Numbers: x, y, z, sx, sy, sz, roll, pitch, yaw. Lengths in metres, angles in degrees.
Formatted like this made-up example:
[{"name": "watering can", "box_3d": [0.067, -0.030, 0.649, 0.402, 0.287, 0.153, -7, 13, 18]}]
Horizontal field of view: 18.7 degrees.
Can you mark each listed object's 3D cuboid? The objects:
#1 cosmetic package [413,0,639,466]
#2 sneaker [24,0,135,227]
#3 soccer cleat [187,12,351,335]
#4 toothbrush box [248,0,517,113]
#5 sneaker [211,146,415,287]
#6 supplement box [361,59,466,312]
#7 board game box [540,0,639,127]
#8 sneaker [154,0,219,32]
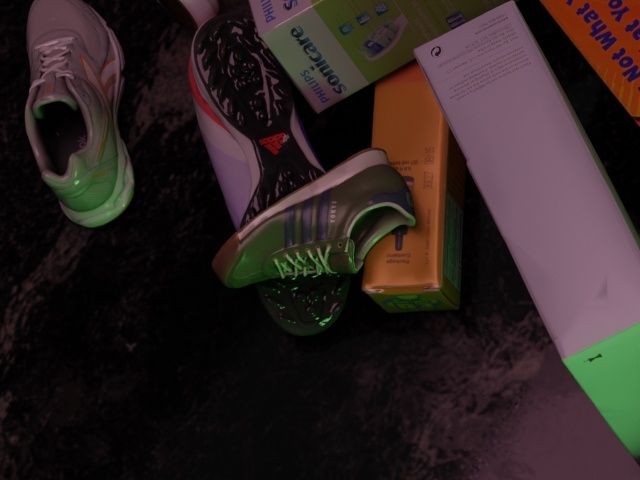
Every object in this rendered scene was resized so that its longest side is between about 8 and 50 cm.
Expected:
[{"name": "cosmetic package", "box_3d": [0.215, 0.010, 1.596, 0.097, 0.377, 0.284, -25, 66, 9]}, {"name": "sneaker", "box_3d": [-0.252, -0.151, 1.949, 0.099, 0.121, 0.262, -20, 66, 10]}, {"name": "soccer cleat", "box_3d": [-0.051, -0.059, 1.874, 0.109, 0.116, 0.318, -17, 82, -13]}, {"name": "toothbrush box", "box_3d": [0.071, -0.283, 1.842, 0.283, 0.122, 0.206, -28, 42, 11]}, {"name": "sneaker", "box_3d": [0.000, 0.000, 1.756, 0.192, 0.064, 0.086, -34, 62, -3]}, {"name": "supplement box", "box_3d": [0.091, -0.051, 1.826, 0.078, 0.080, 0.233, -2, 69, 19]}, {"name": "board game box", "box_3d": [0.402, -0.280, 1.585, 0.356, 0.356, 0.356, -47, 62, 27]}, {"name": "sneaker", "box_3d": [-0.156, -0.322, 1.964, 0.123, 0.106, 0.290, -35, 48, -3]}]
